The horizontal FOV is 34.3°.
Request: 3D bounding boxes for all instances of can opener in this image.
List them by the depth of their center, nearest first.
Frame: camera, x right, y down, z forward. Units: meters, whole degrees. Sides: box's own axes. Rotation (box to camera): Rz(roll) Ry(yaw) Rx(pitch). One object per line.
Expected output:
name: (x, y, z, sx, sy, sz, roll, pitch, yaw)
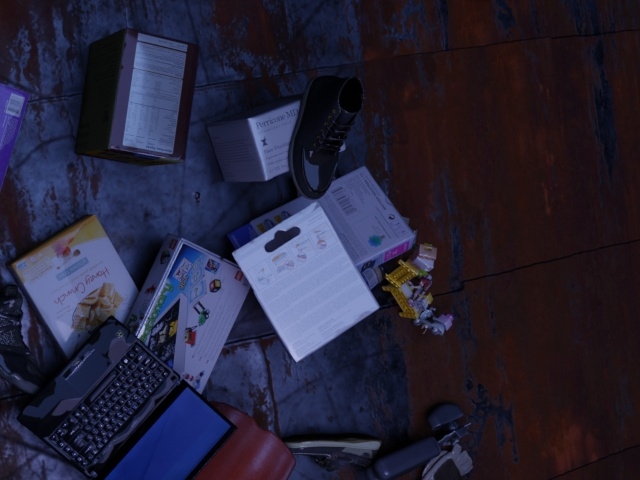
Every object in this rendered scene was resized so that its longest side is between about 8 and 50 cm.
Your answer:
can opener: (0.200, 0.418, 2.157, 0.283, 0.076, 0.095, -15, 66, -39)

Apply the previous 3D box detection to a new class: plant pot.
plant pot: (-0.196, 0.450, 1.855, 0.272, 0.272, 0.265, 46, 62, -22)

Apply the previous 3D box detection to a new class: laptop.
laptop: (-0.322, 0.302, 1.722, 0.264, 0.136, 0.234, 45, 78, -16)

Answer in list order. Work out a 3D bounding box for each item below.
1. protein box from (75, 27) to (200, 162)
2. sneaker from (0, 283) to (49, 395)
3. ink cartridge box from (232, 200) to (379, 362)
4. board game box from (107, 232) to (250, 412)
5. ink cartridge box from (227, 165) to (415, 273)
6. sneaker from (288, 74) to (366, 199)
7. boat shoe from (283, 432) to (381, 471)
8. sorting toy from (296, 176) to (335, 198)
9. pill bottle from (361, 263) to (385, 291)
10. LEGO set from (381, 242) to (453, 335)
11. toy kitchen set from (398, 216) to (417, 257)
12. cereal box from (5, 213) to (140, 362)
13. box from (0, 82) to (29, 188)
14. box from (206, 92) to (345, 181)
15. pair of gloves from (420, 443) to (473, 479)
protein box: (-0.316, -0.239, 1.782, 0.136, 0.200, 0.201, 9, 87, -29)
sneaker: (-0.518, 0.160, 1.748, 0.130, 0.087, 0.227, -46, 107, -13)
ink cartridge box: (-0.028, 0.073, 1.869, 0.189, 0.066, 0.232, -32, 96, -11)
board game box: (-0.257, 0.162, 1.873, 0.193, 0.053, 0.305, 30, 83, -42)
ink cartridge box: (0.000, 0.000, 1.973, 0.311, 0.065, 0.186, -26, 64, -17)
sneaker: (0.011, -0.180, 1.806, 0.083, 0.118, 0.222, 5, 91, -31)
boat shoe: (0.026, 0.425, 2.066, 0.223, 0.080, 0.073, 6, 87, -35)
sorting toy: (-0.018, -0.091, 2.048, 0.083, 0.045, 0.075, -1, 101, -31)
pill bottle: (0.014, 0.098, 2.023, 0.219, 0.123, 0.123, -41, 110, -22)
LEGO set: (0.204, 0.065, 2.104, 0.107, 0.132, 0.287, -53, 149, -28)
toy kitchen set: (0.147, -0.012, 2.125, 0.075, 0.068, 0.083, 14, 84, -29)
cereal box: (-0.414, 0.098, 1.824, 0.173, 0.047, 0.240, -36, 108, -26)
box: (-0.556, -0.098, 1.653, 0.057, 0.201, 0.293, 19, 82, -29)
box: (-0.084, -0.192, 1.924, 0.181, 0.182, 0.119, -24, 104, -27)
pair of gloves: (0.281, 0.572, 2.236, 0.204, 0.042, 0.240, -45, 114, -24)
